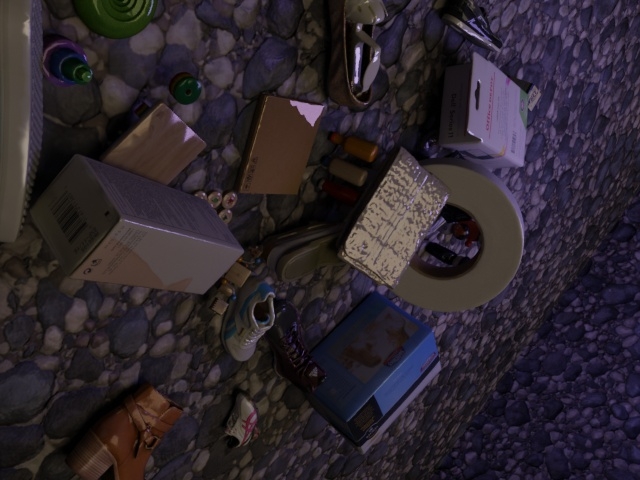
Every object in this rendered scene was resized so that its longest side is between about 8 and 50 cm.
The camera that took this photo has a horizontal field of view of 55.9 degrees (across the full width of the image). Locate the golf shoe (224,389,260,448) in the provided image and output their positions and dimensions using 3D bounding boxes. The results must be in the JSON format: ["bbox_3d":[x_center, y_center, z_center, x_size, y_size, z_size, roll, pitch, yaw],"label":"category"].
[{"bbox_3d":[-0.201,0.459,1.524,0.086,0.067,0.186,-24,133,-33],"label":"golf shoe"}]

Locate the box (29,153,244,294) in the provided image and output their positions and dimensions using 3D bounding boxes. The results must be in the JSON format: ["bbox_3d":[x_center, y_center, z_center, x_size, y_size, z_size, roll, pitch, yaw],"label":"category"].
[{"bbox_3d":[-0.276,-0.012,0.967,0.121,0.148,0.311,-46,154,11],"label":"box"}]

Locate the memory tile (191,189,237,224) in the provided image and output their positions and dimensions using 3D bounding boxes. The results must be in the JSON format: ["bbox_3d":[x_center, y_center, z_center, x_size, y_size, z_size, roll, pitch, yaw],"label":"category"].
[{"bbox_3d":[-0.223,-0.030,1.182,0.113,0.012,0.148,-2,118,-47],"label":"memory tile"}]

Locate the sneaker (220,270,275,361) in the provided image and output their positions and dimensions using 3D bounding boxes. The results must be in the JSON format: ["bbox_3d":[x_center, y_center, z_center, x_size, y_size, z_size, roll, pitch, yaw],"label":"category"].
[{"bbox_3d":[-0.159,0.187,1.348,0.087,0.092,0.228,-18,130,-42],"label":"sneaker"}]

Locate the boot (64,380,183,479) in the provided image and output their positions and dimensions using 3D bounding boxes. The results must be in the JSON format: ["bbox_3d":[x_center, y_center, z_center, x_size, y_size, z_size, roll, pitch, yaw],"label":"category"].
[{"bbox_3d":[-0.383,0.438,1.294,0.220,0.109,0.283,-46,135,-20],"label":"boot"}]

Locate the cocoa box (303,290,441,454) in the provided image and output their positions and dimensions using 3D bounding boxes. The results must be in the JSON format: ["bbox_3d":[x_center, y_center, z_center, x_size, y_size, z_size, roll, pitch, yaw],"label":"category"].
[{"bbox_3d":[0.137,0.365,1.693,0.347,0.231,0.228,-42,141,-18],"label":"cocoa box"}]

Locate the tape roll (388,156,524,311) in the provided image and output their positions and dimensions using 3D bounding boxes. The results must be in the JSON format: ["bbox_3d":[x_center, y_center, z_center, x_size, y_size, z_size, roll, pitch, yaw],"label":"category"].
[{"bbox_3d":[0.298,-0.011,1.484,0.072,0.392,0.392,-48,154,-61],"label":"tape roll"}]

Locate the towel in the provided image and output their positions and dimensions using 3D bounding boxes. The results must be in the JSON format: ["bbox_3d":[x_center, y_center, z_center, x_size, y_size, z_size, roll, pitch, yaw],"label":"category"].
[{"bbox_3d":[0.162,-0.045,1.347,0.187,0.049,0.282,35,86,-29],"label":"towel"}]

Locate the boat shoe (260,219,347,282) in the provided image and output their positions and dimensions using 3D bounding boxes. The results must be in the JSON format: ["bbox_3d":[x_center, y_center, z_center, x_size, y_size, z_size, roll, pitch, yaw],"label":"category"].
[{"bbox_3d":[0.000,0.000,1.374,0.302,0.103,0.113,-15,135,-42],"label":"boat shoe"}]

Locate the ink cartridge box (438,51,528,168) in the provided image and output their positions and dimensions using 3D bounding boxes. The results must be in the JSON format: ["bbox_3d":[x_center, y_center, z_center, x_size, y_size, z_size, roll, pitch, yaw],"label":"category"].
[{"bbox_3d":[0.404,-0.318,1.527,0.353,0.119,0.207,12,83,-51],"label":"ink cartridge box"}]

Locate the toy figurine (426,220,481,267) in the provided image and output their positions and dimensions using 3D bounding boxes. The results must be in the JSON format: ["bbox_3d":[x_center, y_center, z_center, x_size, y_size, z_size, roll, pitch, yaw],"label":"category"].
[{"bbox_3d":[0.428,-0.031,1.795,0.213,0.148,0.209,-35,138,-25],"label":"toy figurine"}]

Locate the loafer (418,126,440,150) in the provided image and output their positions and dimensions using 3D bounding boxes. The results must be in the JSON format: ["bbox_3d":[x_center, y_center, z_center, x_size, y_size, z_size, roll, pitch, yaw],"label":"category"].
[{"bbox_3d":[0.311,-0.269,1.576,0.125,0.039,0.045,-36,140,-25],"label":"loafer"}]

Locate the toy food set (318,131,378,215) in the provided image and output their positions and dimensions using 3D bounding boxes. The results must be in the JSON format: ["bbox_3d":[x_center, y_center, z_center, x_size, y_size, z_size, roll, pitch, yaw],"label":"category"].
[{"bbox_3d":[0.060,-0.137,1.377,0.111,0.104,0.232,-57,164,-21],"label":"toy food set"}]

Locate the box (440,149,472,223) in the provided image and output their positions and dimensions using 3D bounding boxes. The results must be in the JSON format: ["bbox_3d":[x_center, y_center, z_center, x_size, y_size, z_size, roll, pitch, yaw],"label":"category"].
[{"bbox_3d":[0.341,-0.134,1.557,0.093,0.158,0.156,-41,-175,-8],"label":"box"}]

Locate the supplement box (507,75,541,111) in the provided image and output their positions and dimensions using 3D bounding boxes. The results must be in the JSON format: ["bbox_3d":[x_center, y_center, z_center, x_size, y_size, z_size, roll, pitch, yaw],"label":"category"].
[{"bbox_3d":[0.569,-0.418,1.717,0.083,0.083,0.056,19,102,-52],"label":"supplement box"}]

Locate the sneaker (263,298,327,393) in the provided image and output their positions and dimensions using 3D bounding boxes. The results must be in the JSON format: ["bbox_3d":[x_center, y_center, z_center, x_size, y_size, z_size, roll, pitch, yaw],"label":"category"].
[{"bbox_3d":[-0.047,0.274,1.478,0.106,0.162,0.281,-37,139,-24],"label":"sneaker"}]

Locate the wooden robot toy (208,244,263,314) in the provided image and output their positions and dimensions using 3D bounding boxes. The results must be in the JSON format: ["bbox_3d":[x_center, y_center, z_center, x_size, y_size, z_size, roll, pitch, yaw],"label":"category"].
[{"bbox_3d":[-0.194,0.065,1.261,0.079,0.076,0.173,34,90,-18],"label":"wooden robot toy"}]

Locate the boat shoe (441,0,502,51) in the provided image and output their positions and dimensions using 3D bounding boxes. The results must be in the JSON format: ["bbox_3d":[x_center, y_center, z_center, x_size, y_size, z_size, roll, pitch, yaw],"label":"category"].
[{"bbox_3d":[0.379,-0.511,1.436,0.233,0.084,0.079,12,107,-48],"label":"boat shoe"}]

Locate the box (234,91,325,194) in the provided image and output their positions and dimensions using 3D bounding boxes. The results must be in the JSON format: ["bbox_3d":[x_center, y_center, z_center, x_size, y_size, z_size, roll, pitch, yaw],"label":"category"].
[{"bbox_3d":[-0.081,-0.188,1.215,0.164,0.021,0.201,-3,118,-47],"label":"box"}]

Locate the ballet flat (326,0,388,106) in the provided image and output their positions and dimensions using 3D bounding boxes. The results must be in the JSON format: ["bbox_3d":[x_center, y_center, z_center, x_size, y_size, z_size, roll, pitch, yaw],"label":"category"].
[{"bbox_3d":[0.076,-0.405,1.158,0.107,0.106,0.316,-29,135,-32],"label":"ballet flat"}]

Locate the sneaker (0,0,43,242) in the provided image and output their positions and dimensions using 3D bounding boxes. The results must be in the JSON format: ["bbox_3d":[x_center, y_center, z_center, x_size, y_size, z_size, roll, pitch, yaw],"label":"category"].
[{"bbox_3d":[-0.443,-0.163,0.774,0.150,0.135,0.366,7,120,-18],"label":"sneaker"}]

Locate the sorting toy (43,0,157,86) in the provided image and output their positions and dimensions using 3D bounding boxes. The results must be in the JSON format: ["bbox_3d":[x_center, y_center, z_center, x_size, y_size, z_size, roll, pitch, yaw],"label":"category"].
[{"bbox_3d":[-0.240,-0.348,0.832,0.365,0.126,0.127,-52,143,-7],"label":"sorting toy"}]

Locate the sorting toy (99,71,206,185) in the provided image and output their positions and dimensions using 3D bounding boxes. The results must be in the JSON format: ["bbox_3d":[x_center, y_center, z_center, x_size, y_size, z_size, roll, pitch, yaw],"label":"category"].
[{"bbox_3d":[-0.283,-0.148,0.986,0.274,0.046,0.132,-45,149,0],"label":"sorting toy"}]

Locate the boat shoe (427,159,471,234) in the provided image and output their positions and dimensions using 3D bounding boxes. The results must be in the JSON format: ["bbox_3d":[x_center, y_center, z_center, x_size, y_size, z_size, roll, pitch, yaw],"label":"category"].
[{"bbox_3d":[0.354,-0.122,1.694,0.267,0.096,0.088,-56,160,-11],"label":"boat shoe"}]
